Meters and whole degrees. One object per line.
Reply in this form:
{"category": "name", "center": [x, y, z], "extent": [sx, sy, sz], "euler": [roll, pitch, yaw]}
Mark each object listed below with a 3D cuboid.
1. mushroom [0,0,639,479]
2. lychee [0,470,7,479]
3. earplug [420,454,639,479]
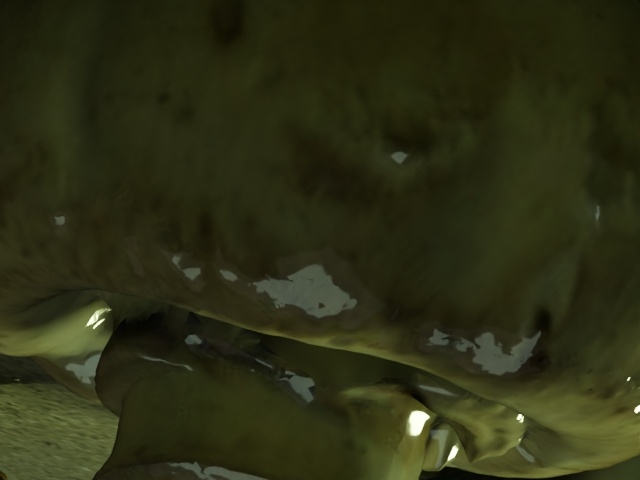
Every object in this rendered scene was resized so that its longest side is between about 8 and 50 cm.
{"category": "mushroom", "center": [0.000, 0.000, 0.386], "extent": [0.166, 0.127, 0.166], "euler": [7, 157, 3]}
{"category": "lychee", "center": [-0.220, 0.132, 0.842], "extent": [0.200, 0.200, 0.238], "euler": [20, 155, -16]}
{"category": "earplug", "center": [0.059, 0.165, 0.763], "extent": [0.185, 0.185, 0.324], "euler": [19, 166, -14]}
